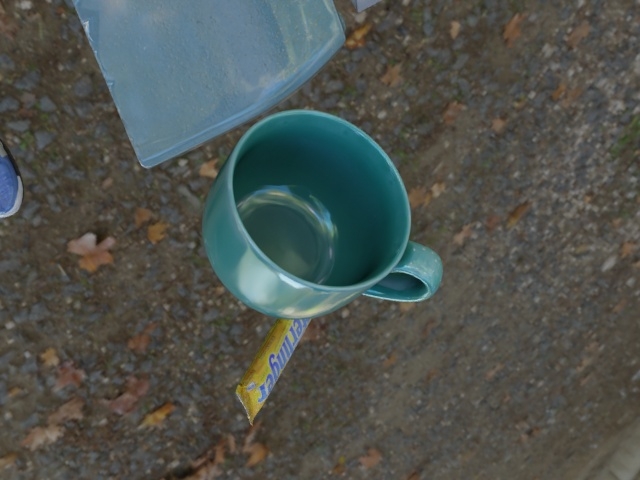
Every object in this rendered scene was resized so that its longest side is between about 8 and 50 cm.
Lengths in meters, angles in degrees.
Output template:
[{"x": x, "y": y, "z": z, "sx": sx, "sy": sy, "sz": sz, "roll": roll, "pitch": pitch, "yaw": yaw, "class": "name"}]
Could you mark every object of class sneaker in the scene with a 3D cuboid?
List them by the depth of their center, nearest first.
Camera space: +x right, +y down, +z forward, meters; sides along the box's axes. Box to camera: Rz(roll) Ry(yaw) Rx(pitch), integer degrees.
[{"x": -0.417, "y": -0.118, "z": 0.902, "sx": 0.080, "sy": 0.081, "sz": 0.211, "roll": -30, "pitch": 105, "yaw": -6, "class": "sneaker"}]

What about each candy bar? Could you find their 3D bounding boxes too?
[{"x": -0.033, "y": 0.090, "z": 0.703, "sx": 0.161, "sy": 0.018, "sz": 0.040, "roll": -57, "pitch": 137, "yaw": -41, "class": "candy bar"}]

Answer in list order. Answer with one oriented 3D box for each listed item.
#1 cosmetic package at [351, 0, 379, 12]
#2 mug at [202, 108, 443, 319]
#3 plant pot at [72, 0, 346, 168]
[{"x": 0.017, "y": -0.343, "z": 0.419, "sx": 0.196, "sy": 0.366, "sz": 0.155, "roll": -25, "pitch": 176, "yaw": 4, "class": "cosmetic package"}, {"x": -0.009, "y": 0.000, "z": 0.543, "sx": 0.129, "sy": 0.158, "sz": 0.097, "roll": -29, "pitch": 173, "yaw": -32, "class": "mug"}, {"x": -0.109, "y": -0.247, "z": 0.891, "sx": 0.252, "sy": 0.247, "sz": 0.248, "roll": -20, "pitch": -170, "yaw": 3, "class": "plant pot"}]
